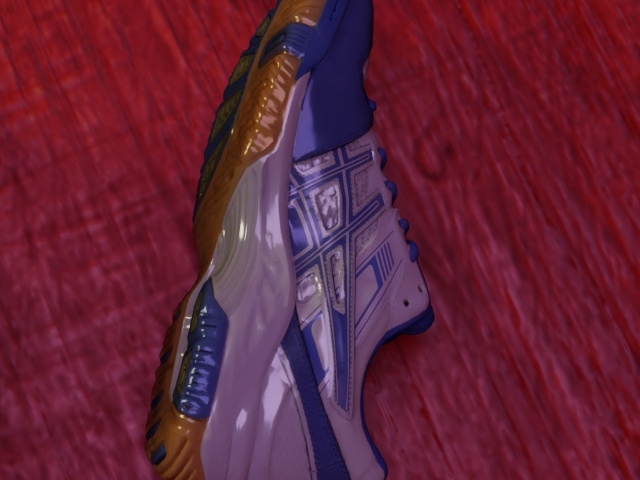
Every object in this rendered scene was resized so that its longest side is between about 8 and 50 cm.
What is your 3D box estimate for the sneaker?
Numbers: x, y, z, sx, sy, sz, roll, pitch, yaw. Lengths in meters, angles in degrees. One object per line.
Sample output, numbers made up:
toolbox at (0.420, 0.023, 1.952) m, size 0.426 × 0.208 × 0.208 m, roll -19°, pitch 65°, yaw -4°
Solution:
sneaker at (0.000, 0.000, 0.907) m, size 0.131 × 0.112 × 0.296 m, roll 16°, pitch 77°, yaw -15°
